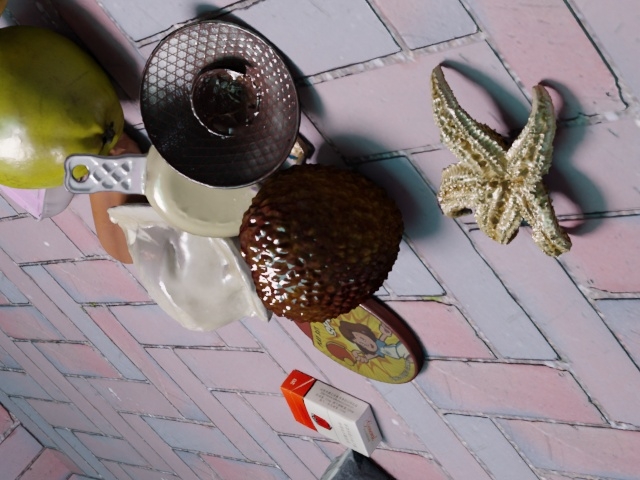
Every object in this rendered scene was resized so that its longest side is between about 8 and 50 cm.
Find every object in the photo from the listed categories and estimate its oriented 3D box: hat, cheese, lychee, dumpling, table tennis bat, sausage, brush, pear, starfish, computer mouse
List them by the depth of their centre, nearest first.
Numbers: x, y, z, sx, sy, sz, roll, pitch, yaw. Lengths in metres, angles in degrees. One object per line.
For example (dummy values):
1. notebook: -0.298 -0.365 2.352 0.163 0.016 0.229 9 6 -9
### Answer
1. starfish: 0.173 -0.069 1.254 0.216 0.071 0.238 34 148 -1
2. hat: -0.103 -0.159 1.464 0.193 0.082 0.193 5 108 15
3. lychee: -0.004 0.002 1.470 0.194 0.194 0.194 31 153 18
4. brush: -0.079 -0.146 1.520 0.164 0.014 0.051 38 153 6
5. cheese: -0.174 -0.063 1.561 0.071 0.249 0.163 -122 15 -64
6. pear: -0.379 -0.171 1.658 0.269 0.212 0.212 20 148 23
7. dumpling: -0.186 0.021 1.722 0.243 0.175 0.227 -10 144 22
8. table tennis bat: 0.008 0.105 1.786 0.310 0.038 0.200 22 149 25
9. sausage: -0.288 -0.058 1.855 0.086 0.086 0.289 33 152 14
10. computer mouse: -0.436 -0.133 1.946 0.158 0.072 0.310 40 154 3

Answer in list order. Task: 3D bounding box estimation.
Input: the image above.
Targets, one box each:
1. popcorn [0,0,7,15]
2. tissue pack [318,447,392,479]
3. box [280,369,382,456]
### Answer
1. popcorn: -0.527 -0.325 1.444 0.354 0.344 0.390 -108 12 -63
2. tissue pack: 0.099 0.522 2.103 0.316 0.228 0.103 41 149 -1
3. box: 0.017 0.271 2.025 0.152 0.048 0.100 23 148 35
